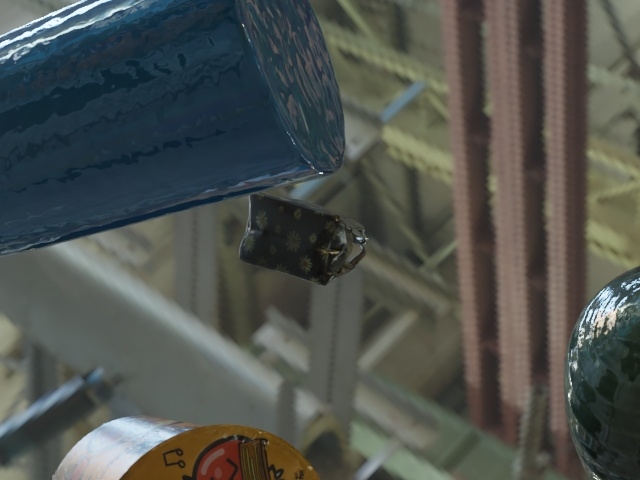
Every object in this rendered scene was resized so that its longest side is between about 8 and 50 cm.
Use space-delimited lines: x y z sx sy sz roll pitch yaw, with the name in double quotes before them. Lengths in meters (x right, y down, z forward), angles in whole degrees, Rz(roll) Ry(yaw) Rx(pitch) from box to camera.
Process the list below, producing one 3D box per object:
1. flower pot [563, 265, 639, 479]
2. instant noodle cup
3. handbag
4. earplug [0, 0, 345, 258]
"flower pot" 0.267 0.116 1.271 0.157 0.189 0.243 -3 -36 27
"instant noodle cup" -0.120 0.238 1.431 0.172 0.216 0.216 13 -44 61
"handbag" 0.000 0.000 1.752 0.115 0.139 0.072 16 -84 30
"earplug" -0.136 -0.058 0.929 0.273 0.132 0.132 -17 -63 18
